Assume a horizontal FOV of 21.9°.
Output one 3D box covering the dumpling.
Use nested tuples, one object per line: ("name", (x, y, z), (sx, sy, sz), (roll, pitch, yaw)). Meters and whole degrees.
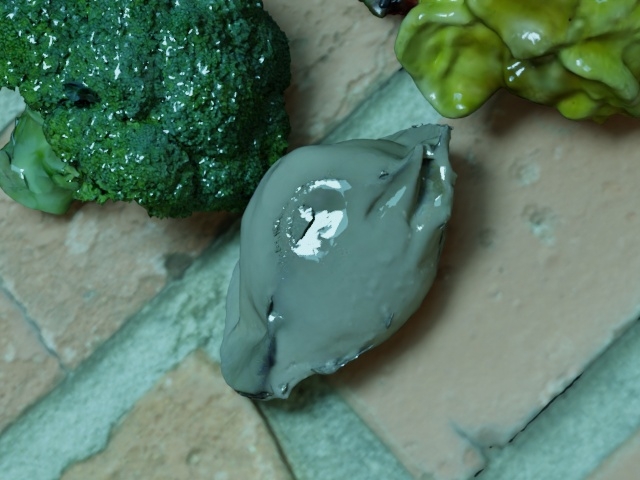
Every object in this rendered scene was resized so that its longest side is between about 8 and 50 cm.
("dumpling", (0.000, 0.000, 1.213), (0.247, 0.142, 0.172), (-50, 25, 0))

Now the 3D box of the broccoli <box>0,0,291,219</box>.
("broccoli", (-0.155, -0.119, 1.265), (0.270, 0.270, 0.270), (-41, 54, 33))

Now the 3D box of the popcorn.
("popcorn", (0.172, -0.179, 1.182), (0.235, 0.181, 0.217), (28, 65, 14))

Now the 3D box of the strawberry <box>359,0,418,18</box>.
("strawberry", (0.084, -0.258, 1.325), (0.208, 0.087, 0.167), (-25, 78, -21))
